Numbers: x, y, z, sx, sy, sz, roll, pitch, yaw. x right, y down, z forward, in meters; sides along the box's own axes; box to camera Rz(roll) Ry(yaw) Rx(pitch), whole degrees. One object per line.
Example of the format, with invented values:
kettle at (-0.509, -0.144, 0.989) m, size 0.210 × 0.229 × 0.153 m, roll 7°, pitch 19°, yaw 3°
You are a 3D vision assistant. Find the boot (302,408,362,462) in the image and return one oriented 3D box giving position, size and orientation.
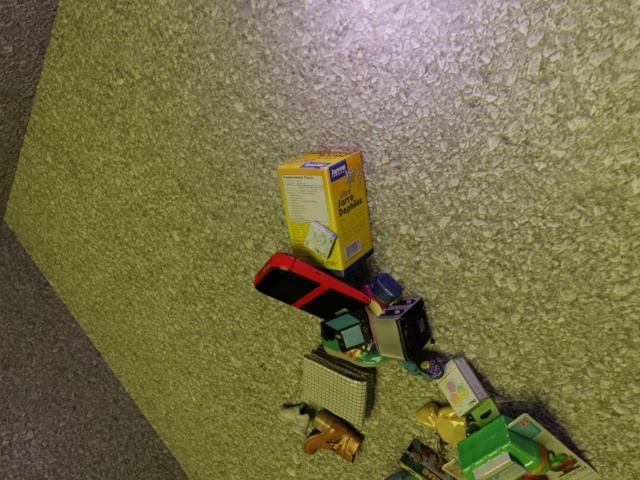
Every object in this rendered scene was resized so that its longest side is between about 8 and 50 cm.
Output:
boot at (0.053, 0.861, 2.214) m, size 0.220 × 0.109 × 0.283 m, roll 30°, pitch 120°, yaw 18°

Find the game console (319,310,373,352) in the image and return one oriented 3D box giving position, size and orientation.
game console at (0.088, 0.314, 1.793) m, size 0.144 × 0.085 × 0.124 m, roll -28°, pitch 74°, yaw 35°

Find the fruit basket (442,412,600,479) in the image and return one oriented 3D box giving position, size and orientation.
fruit basket at (0.604, 0.708, 1.584) m, size 0.353 × 0.165 × 0.327 m, roll 43°, pitch 114°, yaw -9°

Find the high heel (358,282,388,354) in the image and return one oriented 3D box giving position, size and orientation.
high heel at (0.181, 0.267, 1.787) m, size 0.082 × 0.117 × 0.244 m, roll -22°, pitch 97°, yaw 43°

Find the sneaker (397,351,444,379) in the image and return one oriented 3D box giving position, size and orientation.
sneaker at (0.340, 0.423, 1.757) m, size 0.209 × 0.069 × 0.082 m, roll 16°, pitch 140°, yaw 54°

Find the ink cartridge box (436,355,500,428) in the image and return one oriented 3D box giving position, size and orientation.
ink cartridge box at (0.462, 0.488, 1.666) m, size 0.209 × 0.062 × 0.109 m, roll 60°, pitch 137°, yaw 30°

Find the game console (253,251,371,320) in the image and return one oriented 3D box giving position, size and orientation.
game console at (-0.043, 0.168, 1.787) m, size 0.342 × 0.060 × 0.386 m, roll 24°, pitch 158°, yaw -10°

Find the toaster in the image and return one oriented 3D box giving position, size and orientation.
toaster at (0.270, 0.290, 1.699) m, size 0.110 × 0.168 × 0.185 m, roll -2°, pitch 109°, yaw 42°

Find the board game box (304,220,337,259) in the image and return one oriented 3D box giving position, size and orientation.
board game box at (0.000, 0.000, 1.596) m, size 0.090 × 0.020 × 0.090 m, roll 34°, pitch 129°, yaw 18°

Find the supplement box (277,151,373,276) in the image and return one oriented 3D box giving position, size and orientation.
supplement box at (0.023, -0.091, 1.679) m, size 0.194 × 0.195 × 0.356 m, roll 7°, pitch 116°, yaw 35°

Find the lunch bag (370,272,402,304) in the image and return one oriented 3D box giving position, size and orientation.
lunch bag at (0.213, 0.162, 1.743) m, size 0.098 × 0.067 × 0.065 m, roll 44°, pitch 131°, yaw 13°

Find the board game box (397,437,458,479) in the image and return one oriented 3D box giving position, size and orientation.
board game box at (0.417, 0.833, 1.876) m, size 0.260 × 0.136 × 0.030 m, roll 30°, pitch 126°, yaw 23°

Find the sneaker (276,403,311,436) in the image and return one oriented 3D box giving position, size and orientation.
sneaker at (-0.105, 0.763, 2.293) m, size 0.090 × 0.115 × 0.232 m, roll 41°, pitch 165°, yaw -31°

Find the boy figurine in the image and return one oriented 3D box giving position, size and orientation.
boy figurine at (0.461, 0.625, 1.768) m, size 0.285 × 0.092 × 0.177 m, roll 1°, pitch 113°, yaw 39°

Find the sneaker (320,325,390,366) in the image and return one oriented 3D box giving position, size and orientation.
sneaker at (0.118, 0.365, 1.884) m, size 0.302 × 0.108 × 0.121 m, roll 4°, pitch 126°, yaw 38°

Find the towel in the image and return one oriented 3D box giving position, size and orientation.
towel at (0.069, 0.552, 2.024) m, size 0.284 × 0.121 × 0.235 m, roll 18°, pitch 124°, yaw 28°

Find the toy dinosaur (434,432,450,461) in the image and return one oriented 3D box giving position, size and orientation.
toy dinosaur at (0.439, 0.754, 1.900) m, size 0.082 × 0.047 × 0.090 m, roll 104°, pitch 151°, yaw -44°

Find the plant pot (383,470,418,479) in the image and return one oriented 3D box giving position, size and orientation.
plant pot at (0.329, 0.956, 1.880) m, size 0.293 × 0.293 × 0.196 m, roll 30°, pitch 137°, yaw 23°
